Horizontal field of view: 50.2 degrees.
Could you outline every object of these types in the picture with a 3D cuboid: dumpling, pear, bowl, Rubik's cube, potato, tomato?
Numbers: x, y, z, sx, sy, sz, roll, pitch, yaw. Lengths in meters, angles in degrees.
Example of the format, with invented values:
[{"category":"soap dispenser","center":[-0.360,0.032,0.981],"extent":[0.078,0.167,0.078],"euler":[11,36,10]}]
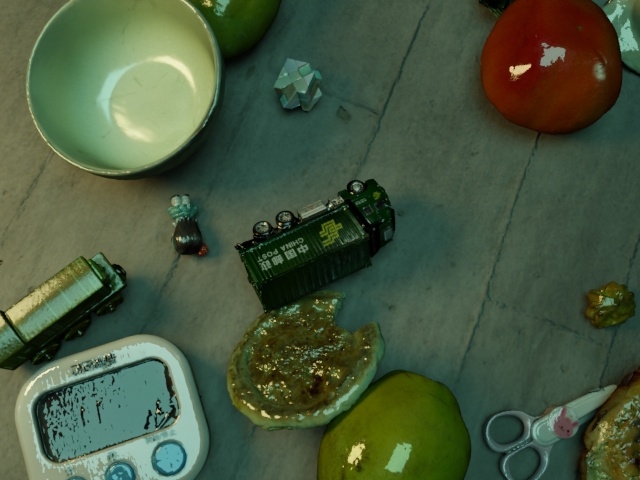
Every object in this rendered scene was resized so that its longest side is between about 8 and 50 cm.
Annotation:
[{"category":"dumpling","center":[0.670,-0.399,1.251],"extent":[0.175,0.243,0.227],"euler":[-23,97,-49]},{"category":"pear","center":[0.098,0.312,0.970],"extent":[0.212,0.212,0.269],"euler":[31,68,4]},{"category":"bowl","center":[-0.294,-0.241,1.095],"extent":[0.306,0.163,0.308],"euler":[0,85,3]},{"category":"Rubik's cube","center":[-0.034,-0.263,1.181],"extent":[0.073,0.075,0.084],"euler":[16,89,16]},{"category":"potato","center":[-0.157,-0.435,1.181],"extent":[0.186,0.148,0.254],"euler":[11,74,-4]},{"category":"tomato","center":[0.404,-0.312,1.178],"extent":[0.259,0.180,0.260],"euler":[2,75,-7]}]

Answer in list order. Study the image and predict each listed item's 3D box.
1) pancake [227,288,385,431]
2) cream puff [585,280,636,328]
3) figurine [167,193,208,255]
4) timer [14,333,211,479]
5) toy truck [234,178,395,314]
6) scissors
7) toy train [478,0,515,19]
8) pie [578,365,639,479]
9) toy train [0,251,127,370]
[{"category":"pancake","center":[-0.028,0.171,1.015],"extent":[0.253,0.037,0.254],"euler":[-12,41,10]},{"category":"cream puff","center":[0.483,0.106,1.132],"extent":[0.083,0.058,0.083],"euler":[17,76,-1]},{"category":"figurine","center":[-0.219,-0.025,1.123],"extent":[0.059,0.047,0.106],"euler":[5,62,-40]},{"category":"timer","center":[-0.301,0.274,1.012],"extent":[0.261,0.087,0.237],"euler":[-17,78,-9]},{"category":"toy truck","center":[0.000,0.000,1.092],"extent":[0.258,0.088,0.121],"euler":[-25,52,-11]},{"category":"scissors","center":[0.380,0.292,1.089],"extent":[0.242,0.030,0.118],"euler":[-24,81,-11]},{"category":"toy train","center":[0.364,-0.575,1.269],"extent":[0.178,0.138,0.330],"euler":[30,74,8]},{"category":"pie","center":[0.561,0.328,1.063],"extent":[0.307,0.085,0.309],"euler":[2,74,-7]},{"category":"toy train","center":[-0.396,0.104,1.024],"extent":[0.225,0.137,0.090],"euler":[-39,82,-12]}]
